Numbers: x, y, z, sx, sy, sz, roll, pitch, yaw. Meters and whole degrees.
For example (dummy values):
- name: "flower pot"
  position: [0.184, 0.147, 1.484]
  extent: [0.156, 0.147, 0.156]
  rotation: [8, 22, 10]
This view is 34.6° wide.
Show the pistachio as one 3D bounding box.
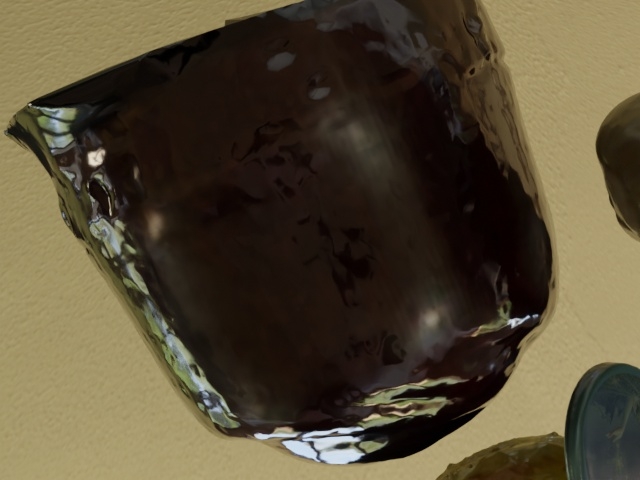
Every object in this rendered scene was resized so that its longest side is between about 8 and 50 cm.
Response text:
- name: "pistachio"
  position: [0.261, -0.034, 0.640]
  extent: [0.185, 0.108, 0.126]
  rotation: [21, -110, 14]

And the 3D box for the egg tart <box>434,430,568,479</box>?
- name: "egg tart"
  position: [0.203, 0.340, 0.910]
  extent: [0.341, 0.132, 0.341]
  rotation: [-8, -118, 15]

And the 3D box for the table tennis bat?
- name: "table tennis bat"
  position: [0.236, 0.210, 0.783]
  extent: [0.149, 0.237, 0.038]
  rotation: [21, -25, -37]

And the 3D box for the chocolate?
- name: "chocolate"
  position: [0.000, 0.000, 0.793]
  extent: [0.383, 0.383, 0.331]
  rotation: [-18, -82, 9]
